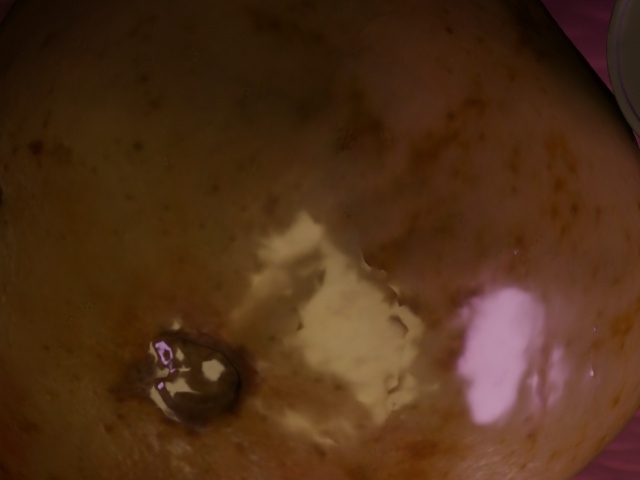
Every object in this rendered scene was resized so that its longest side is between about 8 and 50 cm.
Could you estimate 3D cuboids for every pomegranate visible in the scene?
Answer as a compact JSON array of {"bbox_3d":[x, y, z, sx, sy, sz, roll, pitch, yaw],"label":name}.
[{"bbox_3d":[0.000,0.000,0.846,0.342,0.342,0.342,-3,125,-4],"label":"pomegranate"}]

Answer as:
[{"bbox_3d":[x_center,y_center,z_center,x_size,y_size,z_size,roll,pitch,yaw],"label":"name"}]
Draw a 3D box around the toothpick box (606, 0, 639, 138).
[{"bbox_3d":[0.186,-0.066,0.797,0.111,0.180,0.111,-2,85,16],"label":"toothpick box"}]
